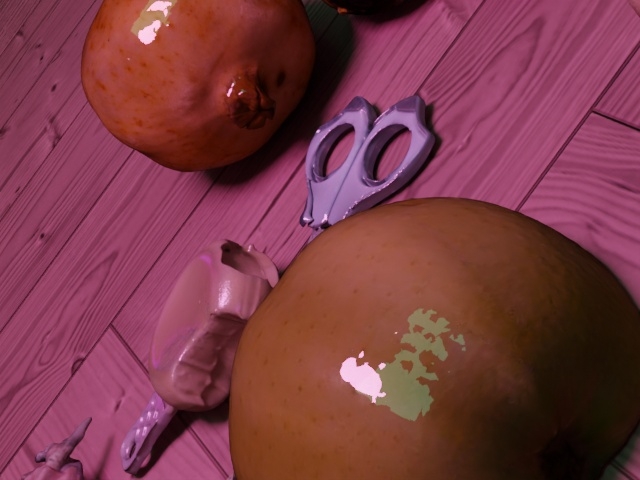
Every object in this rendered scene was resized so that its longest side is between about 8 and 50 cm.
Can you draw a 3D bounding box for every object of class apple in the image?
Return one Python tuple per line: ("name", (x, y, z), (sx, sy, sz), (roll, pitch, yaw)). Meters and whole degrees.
("apple", (0.094, 0.135, 1.011), (0.360, 0.311, 0.320), (12, 115, 54))

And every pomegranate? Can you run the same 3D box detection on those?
("pomegranate", (-0.146, -0.229, 1.453), (0.307, 0.307, 0.307), (-30, 41, 30))

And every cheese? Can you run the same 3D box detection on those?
("cheese", (-0.141, 0.135, 1.292), (0.286, 0.082, 0.163), (-60, 25, 13))

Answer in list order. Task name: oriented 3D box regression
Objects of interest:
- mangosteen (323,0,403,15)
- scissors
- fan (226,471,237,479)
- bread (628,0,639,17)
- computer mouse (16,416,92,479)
("mangosteen", (0.072, -0.370, 1.409), (0.217, 0.192, 0.192), (-20, 30, -18))
("scissors", (-0.001, -0.001, 1.286), (0.191, 0.029, 0.360), (11, 69, 51))
("fan", (-0.091, 0.252, 1.199), (0.080, 0.003, 0.060), (7, 66, 52))
("bread", (0.344, -0.215, 0.973), (0.148, 0.134, 0.141), (-37, 37, 2))
("computer mouse", (-0.338, 0.370, 1.304), (0.199, 0.115, 0.389), (-17, 35, 54))
